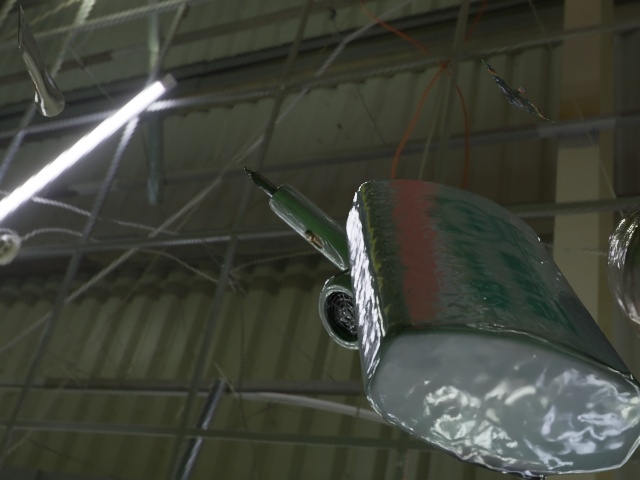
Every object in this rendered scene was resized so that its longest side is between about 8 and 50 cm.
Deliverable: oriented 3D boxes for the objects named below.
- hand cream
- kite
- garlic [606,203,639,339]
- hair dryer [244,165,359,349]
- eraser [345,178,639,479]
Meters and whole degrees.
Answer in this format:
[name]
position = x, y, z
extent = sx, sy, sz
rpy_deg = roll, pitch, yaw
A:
[hand cream]
position = -0.325, -0.195, 0.896
extent = 0.037, 0.165, 0.057
rpy_deg = -7, -114, -7
[kite]
position = 0.246, -0.185, 0.988
extent = 0.122, 0.090, 0.004
rpy_deg = 43, -89, 2
[garlic]
position = 0.343, 0.079, 0.684
extent = 0.219, 0.219, 0.212
rpy_deg = 16, -93, 37
[hair dryer]
position = 0.000, 0.000, 1.096
extent = 0.357, 0.107, 0.173
rpy_deg = 39, -140, 28
[eraser]
position = 0.119, 0.051, 0.626
extent = 0.189, 0.104, 0.290
rpy_deg = 12, -157, -7
